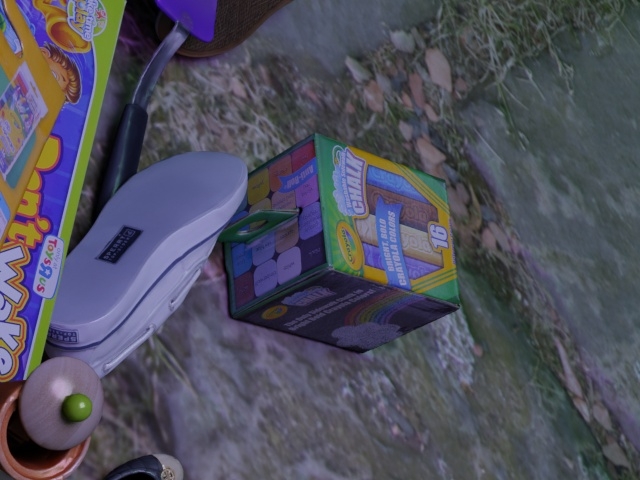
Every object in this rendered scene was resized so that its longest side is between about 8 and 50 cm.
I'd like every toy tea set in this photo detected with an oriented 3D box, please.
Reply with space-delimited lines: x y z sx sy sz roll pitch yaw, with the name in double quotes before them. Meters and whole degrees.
"toy tea set" -0.287 0.112 1.156 0.336 0.124 0.200 -15 101 -35

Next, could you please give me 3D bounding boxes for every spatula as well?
"spatula" -0.144 -0.133 1.555 0.084 0.030 0.296 35 63 -43

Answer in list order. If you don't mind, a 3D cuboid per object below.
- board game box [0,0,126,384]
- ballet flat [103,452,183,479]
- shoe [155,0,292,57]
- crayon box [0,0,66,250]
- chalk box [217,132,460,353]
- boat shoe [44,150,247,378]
"board game box" -0.289 -0.070 1.325 0.233 0.078 0.347 27 62 -35
"ballet flat" -0.156 0.210 1.376 0.173 0.049 0.057 -32 94 -50
"shoe" -0.086 -0.229 1.699 0.219 0.058 0.077 -34 130 -44
"crayon box" -0.269 -0.068 1.114 0.323 0.083 0.203 -77 150 -51
"chalk box" 0.000 0.000 1.594 0.213 0.132 0.132 19 56 -40
"boat shoe" -0.144 0.019 1.476 0.258 0.095 0.084 -45 145 -40
